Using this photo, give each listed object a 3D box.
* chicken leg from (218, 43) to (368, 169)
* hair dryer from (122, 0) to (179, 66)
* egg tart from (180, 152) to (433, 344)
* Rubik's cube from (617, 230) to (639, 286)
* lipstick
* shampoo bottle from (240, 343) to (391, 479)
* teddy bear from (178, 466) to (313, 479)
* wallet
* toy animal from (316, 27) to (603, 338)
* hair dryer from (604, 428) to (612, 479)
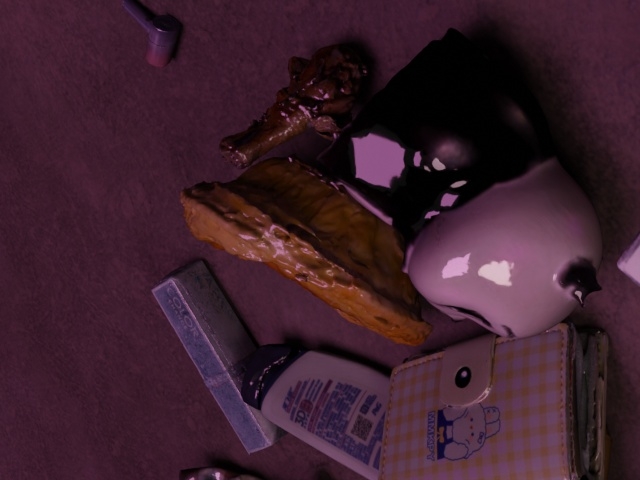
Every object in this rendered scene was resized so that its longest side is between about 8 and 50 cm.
[{"bbox_3d":[-0.024,-0.152,1.577,0.125,0.196,0.080,17,152,41],"label":"chicken leg"},{"bbox_3d":[-0.237,-0.291,1.797,0.114,0.037,0.063,46,139,23],"label":"hair dryer"},{"bbox_3d":[0.000,0.000,1.617,0.352,0.352,0.150,29,89,27],"label":"egg tart"},{"bbox_3d":[0.460,-0.024,1.148,0.253,0.256,0.259,44,136,13],"label":"Rubik's cube"},{"bbox_3d":[-0.140,0.168,1.956,0.077,0.076,0.290,-28,94,52],"label":"lipstick"},{"bbox_3d":[0.051,0.235,1.801,0.359,0.078,0.134,25,95,34],"label":"shampoo bottle"},{"bbox_3d":[-0.098,0.490,1.953,0.362,0.375,0.327,31,92,2],"label":"teddy bear"},{"bbox_3d":[0.195,0.218,1.591,0.309,0.077,0.223,-17,64,44],"label":"wallet"},{"bbox_3d":[0.167,-0.042,1.431,0.310,0.251,0.251,46,138,0],"label":"toy animal"},{"bbox_3d":[0.256,0.302,1.658,0.090,0.135,0.278,17,161,-18],"label":"hair dryer"}]
